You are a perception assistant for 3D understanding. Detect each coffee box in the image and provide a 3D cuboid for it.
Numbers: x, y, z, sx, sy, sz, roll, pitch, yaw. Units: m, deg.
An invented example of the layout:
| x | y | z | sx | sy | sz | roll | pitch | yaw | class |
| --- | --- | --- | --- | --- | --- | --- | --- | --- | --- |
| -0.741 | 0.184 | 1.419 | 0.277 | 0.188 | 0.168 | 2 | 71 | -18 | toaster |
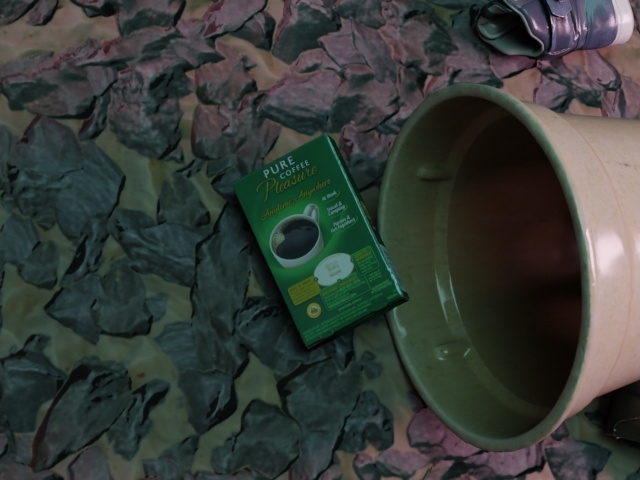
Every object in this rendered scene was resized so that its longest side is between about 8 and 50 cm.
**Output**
| x | y | z | sx | sy | sz | roll | pitch | yaw | class |
| --- | --- | --- | --- | --- | --- | --- | --- | --- | --- |
| 0.000 | 0.000 | 1.344 | 0.113 | 0.040 | 0.184 | -29 | 77 | 12 | coffee box |

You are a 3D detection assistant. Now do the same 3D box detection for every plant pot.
| x | y | z | sx | sy | sz | roll | pitch | yaw | class |
| --- | --- | --- | --- | --- | --- | --- | --- | --- | --- |
| 0.268 | 0.010 | 1.306 | 0.305 | 0.334 | 0.334 | -7 | 72 | -28 | plant pot |

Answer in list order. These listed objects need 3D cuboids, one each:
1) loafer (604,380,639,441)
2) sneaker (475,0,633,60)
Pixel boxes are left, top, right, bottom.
| x | y | z | sx | sy | sz | roll | pitch | yaw | class |
| --- | --- | --- | --- | --- | --- | --- | --- | --- | --- |
| 0.380 | 0.215 | 1.375 | 0.220 | 0.080 | 0.078 | 30 | 89 | 9 | loafer |
| 0.233 | -0.304 | 1.516 | 0.163 | 0.086 | 0.226 | -18 | 76 | -22 | sneaker |
